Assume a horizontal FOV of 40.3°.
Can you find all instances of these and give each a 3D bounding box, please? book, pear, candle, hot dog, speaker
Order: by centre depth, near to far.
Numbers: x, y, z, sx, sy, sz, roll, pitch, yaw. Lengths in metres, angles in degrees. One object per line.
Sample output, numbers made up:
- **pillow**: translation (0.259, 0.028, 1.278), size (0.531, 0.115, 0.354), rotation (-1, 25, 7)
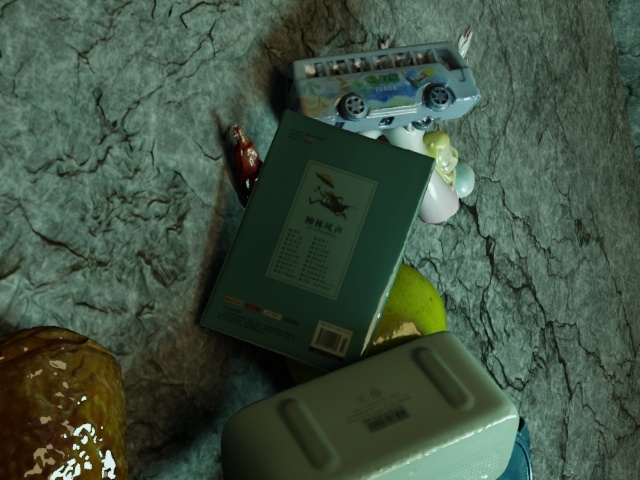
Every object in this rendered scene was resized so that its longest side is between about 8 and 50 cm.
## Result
- **hot dog**: translation (-0.332, 0.292, 1.004), size (0.267, 0.174, 0.387), rotation (25, 54, -49)
- **speaker**: translation (0.079, 0.295, 1.254), size (0.406, 0.184, 0.183), rotation (-17, 131, -24)
- **book**: translation (0.000, 0.000, 1.361), size (0.031, 0.264, 0.379), rotation (88, 23, -77)
- **candle**: translation (-0.115, -0.119, 1.409), size (0.053, 0.048, 0.162), rotation (-31, 123, -22)
- **pear**: translation (0.075, 0.159, 1.477), size (0.294, 0.294, 0.294), rotation (1, 89, -53)

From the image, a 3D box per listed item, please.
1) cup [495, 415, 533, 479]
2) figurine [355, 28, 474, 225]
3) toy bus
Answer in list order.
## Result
- **cup**: translation (0.247, 0.456, 1.683), size (0.308, 0.292, 0.242), rotation (10, 81, -52)
- **figurine**: translation (0.195, -0.238, 1.729), size (0.284, 0.206, 0.315), rotation (-59, 139, -27)
- **toy bus**: translation (0.105, -0.259, 1.518), size (0.330, 0.109, 0.136), rotation (-10, 76, -16)
